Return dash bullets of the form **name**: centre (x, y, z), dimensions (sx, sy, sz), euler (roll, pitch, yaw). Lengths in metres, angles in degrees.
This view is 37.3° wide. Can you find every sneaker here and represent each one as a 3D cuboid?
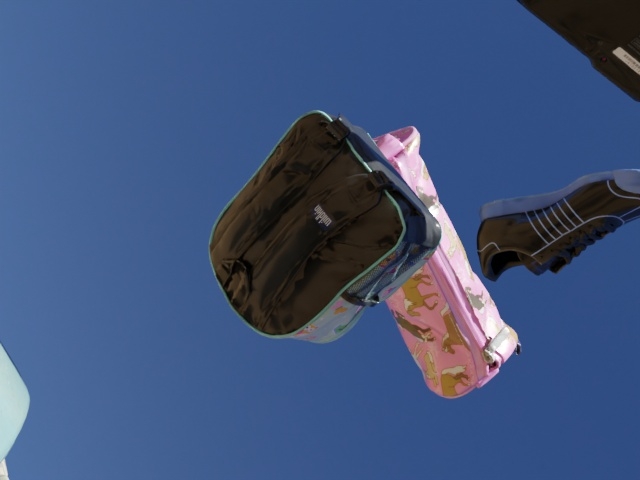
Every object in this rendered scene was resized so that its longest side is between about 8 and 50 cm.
- **sneaker**: centre (0.281, -0.012, 1.071), dimensions (0.232, 0.081, 0.090), euler (-16, -120, 41)

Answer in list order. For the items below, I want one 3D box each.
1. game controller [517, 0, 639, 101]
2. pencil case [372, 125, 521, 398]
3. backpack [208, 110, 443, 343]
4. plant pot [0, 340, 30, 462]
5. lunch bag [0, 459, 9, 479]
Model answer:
- **game controller**: centre (0.290, -0.175, 0.735), dimensions (0.166, 0.319, 0.067), euler (-35, -152, 51)
- **pencil case**: centre (0.142, 0.030, 1.346), dimensions (0.167, 0.160, 0.386), euler (-19, -73, 34)
- **backpack**: centre (0.000, 0.000, 0.860), dimensions (0.188, 0.144, 0.166), euler (-43, -114, 13)
- **plant pot**: centre (-0.373, 0.039, 0.561), dimensions (0.341, 0.341, 0.334), euler (-3, -58, 49)
- **lunch bag**: centre (-0.506, 0.238, 1.025), dimensions (0.235, 0.287, 0.169), euler (60, -40, 38)
